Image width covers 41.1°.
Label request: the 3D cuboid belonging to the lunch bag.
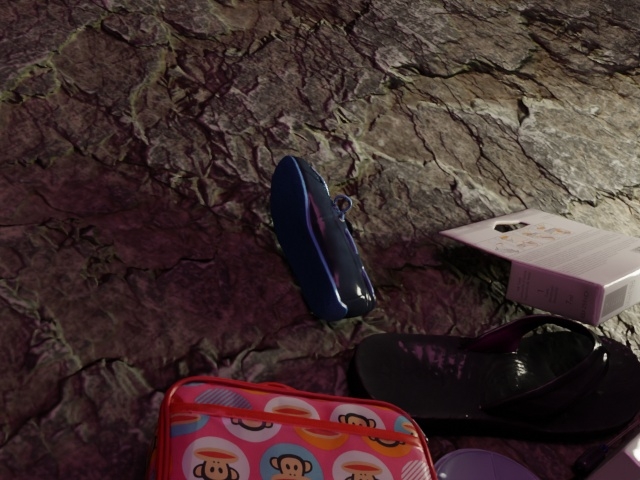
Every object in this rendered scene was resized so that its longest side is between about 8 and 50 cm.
[{"bbox_3d":[-0.027,0.245,0.849,0.293,0.120,0.258,11,36,-16],"label":"lunch bag"}]

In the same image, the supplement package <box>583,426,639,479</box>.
[{"bbox_3d":[0.382,0.281,0.946,0.139,0.134,0.244,48,33,22],"label":"supplement package"}]

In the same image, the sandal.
[{"bbox_3d":[0.254,0.166,1.078,0.446,0.107,0.167,1,44,-26],"label":"sandal"}]

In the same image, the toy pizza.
[{"bbox_3d":[0.194,0.319,0.925,0.201,0.032,0.201,19,40,-17],"label":"toy pizza"}]

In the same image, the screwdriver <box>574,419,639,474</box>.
[{"bbox_3d":[0.373,0.264,1.103,0.170,0.025,0.024,-12,49,-47],"label":"screwdriver"}]

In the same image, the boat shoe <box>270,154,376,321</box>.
[{"bbox_3d":[0.000,0.000,1.171,0.089,0.109,0.258,3,59,-34],"label":"boat shoe"}]

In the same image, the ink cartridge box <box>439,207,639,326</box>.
[{"bbox_3d":[0.362,0.029,1.296,0.261,0.066,0.296,19,21,38],"label":"ink cartridge box"}]
